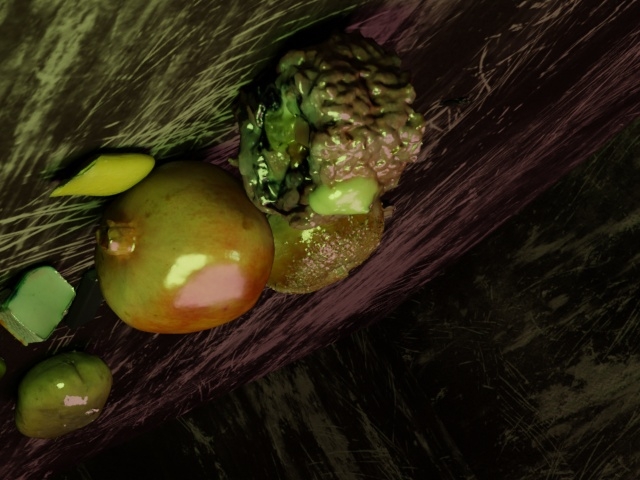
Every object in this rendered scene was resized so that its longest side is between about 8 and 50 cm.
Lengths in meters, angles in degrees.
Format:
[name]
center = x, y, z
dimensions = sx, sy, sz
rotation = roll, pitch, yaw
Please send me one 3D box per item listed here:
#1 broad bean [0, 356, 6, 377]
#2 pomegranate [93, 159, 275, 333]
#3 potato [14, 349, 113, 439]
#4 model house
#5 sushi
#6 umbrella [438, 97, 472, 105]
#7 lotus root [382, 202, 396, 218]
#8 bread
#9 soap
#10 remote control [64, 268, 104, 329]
[broad bean]
center = -0.605, 0.257, 1.922
dimensions = 0.065, 0.046, 0.254
rotation = -10, 155, -44
[pomegranate]
center = -0.201, 0.011, 1.497
dimensions = 0.252, 0.229, 0.270
rotation = -30, 160, 36
[potato]
center = -0.519, 0.318, 2.173
dimensions = 0.192, 0.141, 0.296
rotation = -20, 167, -33
[model house]
center = -0.435, 0.092, 1.609
dimensions = 0.100, 0.088, 0.100
rotation = -11, -140, 46
[sushi]
center = 0.006, -0.135, 1.400
dimensions = 0.171, 0.236, 0.270
rotation = -14, 164, -32
[umbrella]
center = 0.255, -0.259, 2.032
dimensions = 0.022, 0.013, 0.122
rotation = -13, -178, 36
[lotus root]
center = 0.141, -0.070, 2.488
dimensions = 0.083, 0.030, 0.037
rotation = -16, 130, -60
[bread]
center = 0.000, 0.000, 2.104
dimensions = 0.306, 0.158, 0.305
rotation = -31, 168, -8
[soap]
center = -0.274, -0.084, 1.370
dimensions = 0.089, 0.033, 0.168
rotation = -38, 167, 21
[remote control]
center = -0.390, 0.095, 1.849
dimensions = 0.063, 0.025, 0.245
rotation = -29, 169, -29
